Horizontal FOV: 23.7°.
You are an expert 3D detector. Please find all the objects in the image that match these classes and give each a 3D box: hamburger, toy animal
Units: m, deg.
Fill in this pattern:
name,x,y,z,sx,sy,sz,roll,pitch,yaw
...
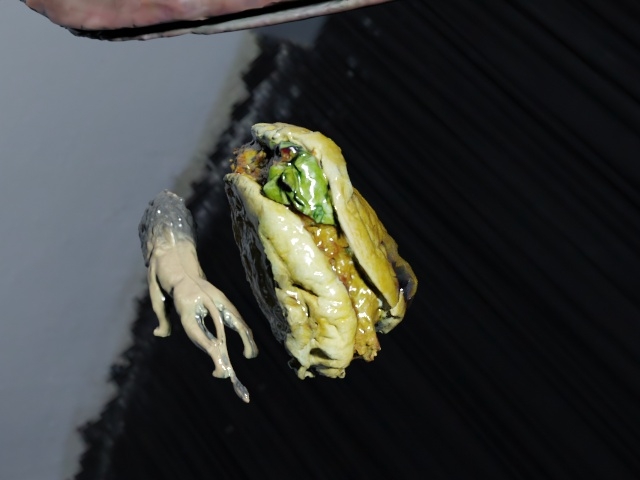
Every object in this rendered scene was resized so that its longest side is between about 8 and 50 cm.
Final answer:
name,x,y,z,sx,sy,sz,roll,pitch,yaw
hamburger,0.000,0.000,1.235,0.130,0.183,0.206,-20,101,-13
toy animal,-0.106,0.055,1.280,0.069,0.219,0.086,-18,145,-20

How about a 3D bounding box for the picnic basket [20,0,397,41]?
name,x,y,z,sx,sy,sz,roll,pitch,yaw
picnic basket,-0.001,-0.203,0.504,0.223,0.296,0.129,-8,131,12
